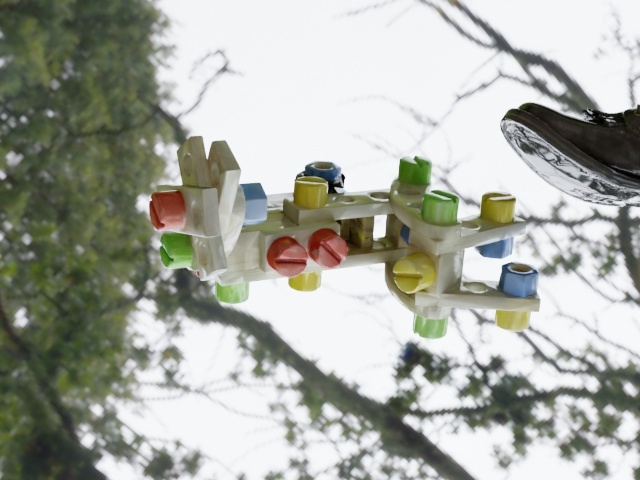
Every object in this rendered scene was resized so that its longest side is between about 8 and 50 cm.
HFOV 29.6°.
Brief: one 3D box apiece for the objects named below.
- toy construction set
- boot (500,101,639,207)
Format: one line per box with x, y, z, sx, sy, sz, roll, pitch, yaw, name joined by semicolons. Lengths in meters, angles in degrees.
0.000;0.000;0.981;0.215;0.327;0.151;40;-63;56;toy construction set
0.302;-0.131;1.026;0.091;0.263;0.229;145;-33;-80;boot
